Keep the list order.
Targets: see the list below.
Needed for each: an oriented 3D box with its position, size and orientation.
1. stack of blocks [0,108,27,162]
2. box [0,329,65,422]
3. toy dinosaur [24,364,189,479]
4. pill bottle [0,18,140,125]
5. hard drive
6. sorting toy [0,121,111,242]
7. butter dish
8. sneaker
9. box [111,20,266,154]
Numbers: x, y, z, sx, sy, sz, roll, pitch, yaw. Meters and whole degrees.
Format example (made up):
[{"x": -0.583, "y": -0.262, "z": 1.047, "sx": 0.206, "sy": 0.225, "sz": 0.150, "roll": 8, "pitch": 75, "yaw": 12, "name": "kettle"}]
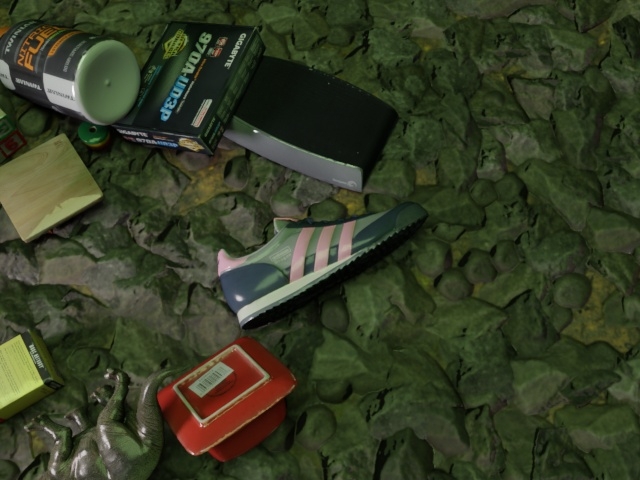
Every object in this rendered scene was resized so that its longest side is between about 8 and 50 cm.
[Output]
[{"x": -0.637, "y": -0.211, "z": 1.121, "sx": 0.297, "sy": 0.087, "sz": 0.171, "roll": 42, "pitch": 74, "yaw": 15, "name": "stack of blocks"}, {"x": -0.475, "y": 0.220, "z": 0.962, "sx": 0.232, "sy": 0.058, "sz": 0.087, "roll": -31, "pitch": 71, "yaw": -13, "name": "box"}, {"x": -0.268, "y": 0.265, "z": 0.903, "sx": 0.313, "sy": 0.121, "sz": 0.160, "roll": -33, "pitch": 74, "yaw": 4, "name": "toy dinosaur"}, {"x": -0.411, "y": -0.269, "z": 1.109, "sx": 0.245, "sy": 0.130, "sz": 0.130, "roll": 20, "pitch": 68, "yaw": 28, "name": "pill bottle"}, {"x": -0.018, "y": -0.196, "z": 1.137, "sx": 0.254, "sy": 0.054, "sz": 0.172, "roll": 24, "pitch": 70, "yaw": 9, "name": "hard drive"}, {"x": -0.423, "y": -0.070, "z": 1.087, "sx": 0.274, "sy": 0.046, "sz": 0.132, "roll": -33, "pitch": 71, "yaw": -13, "name": "sorting toy"}, {"x": -0.111, "y": 0.227, "z": 0.936, "sx": 0.160, "sy": 0.118, "sz": 0.160, "roll": -33, "pitch": 33, "yaw": -19, "name": "butter dish"}, {"x": 0.000, "y": 0.000, "z": 1.026, "sx": 0.319, "sy": 0.112, "sz": 0.131, "roll": -28, "pitch": 73, "yaw": -12, "name": "sneaker"}, {"x": -0.208, "y": -0.247, "z": 1.132, "sx": 0.175, "sy": 0.051, "sz": 0.220, "roll": 12, "pitch": 67, "yaw": 26, "name": "box"}]
